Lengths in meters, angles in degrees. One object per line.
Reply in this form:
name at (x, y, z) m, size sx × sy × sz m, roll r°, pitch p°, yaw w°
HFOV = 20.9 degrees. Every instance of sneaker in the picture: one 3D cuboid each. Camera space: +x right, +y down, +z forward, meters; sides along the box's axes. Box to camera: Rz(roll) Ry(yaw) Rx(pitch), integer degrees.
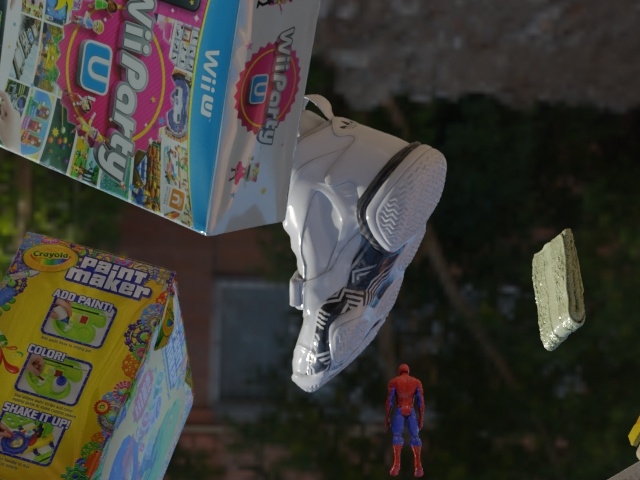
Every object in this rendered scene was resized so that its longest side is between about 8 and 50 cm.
sneaker at (0.000, 0.000, 2.138) m, size 0.210 × 0.366 × 0.137 m, roll 33°, pitch -150°, yaw 17°

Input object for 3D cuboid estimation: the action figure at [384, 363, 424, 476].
action figure at (0.081, 0.170, 1.660) m, size 0.038 × 0.115 × 0.030 m, roll 2°, pitch 149°, yaw -1°

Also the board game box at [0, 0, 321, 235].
board game box at (-0.147, -0.158, 1.337) m, size 0.303 × 0.224 × 0.097 m, roll 22°, pitch -159°, yaw 35°

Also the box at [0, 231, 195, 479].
box at (-0.271, 0.196, 1.866) m, size 0.177 × 0.279 × 0.290 m, roll 15°, pitch 150°, yaw 10°

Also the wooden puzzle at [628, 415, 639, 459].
wooden puzzle at (0.330, 0.190, 1.674) m, size 0.014 × 0.078 × 0.116 m, roll 15°, pitch -161°, yaw -13°

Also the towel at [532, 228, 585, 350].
towel at (0.325, 0.068, 2.388) m, size 0.027 × 0.148 × 0.110 m, roll 5°, pitch 152°, yaw -18°

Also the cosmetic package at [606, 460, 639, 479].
cosmetic package at (0.365, 0.272, 1.554) m, size 0.183 × 0.151 × 0.151 m, roll -30°, pitch -151°, yaw -1°
